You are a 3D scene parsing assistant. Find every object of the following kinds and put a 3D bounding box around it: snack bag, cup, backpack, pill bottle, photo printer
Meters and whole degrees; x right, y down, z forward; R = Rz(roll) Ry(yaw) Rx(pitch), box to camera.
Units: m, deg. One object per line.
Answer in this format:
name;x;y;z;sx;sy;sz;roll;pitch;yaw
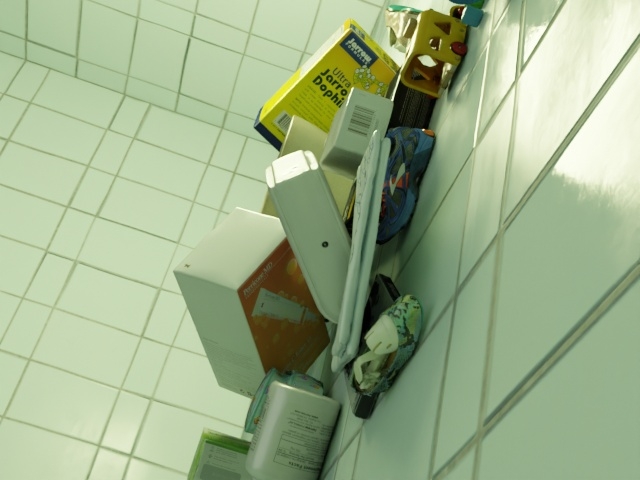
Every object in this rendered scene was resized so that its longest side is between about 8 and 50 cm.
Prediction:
snack bag;0.054;0.033;1.438;0.342;0.037;0.323;100;179;-78
cup;-0.009;-0.108;2.237;0.331;0.237;0.331;-162;90;-84
backpack;-0.064;0.333;1.790;0.188;0.144;0.166;180;114;-81
pill bottle;-0.059;0.372;1.621;0.131;0.131;0.229;144;144;-82
photo printer;0.000;0.000;1.717;0.256;0.107;0.307;-109;-3;-75

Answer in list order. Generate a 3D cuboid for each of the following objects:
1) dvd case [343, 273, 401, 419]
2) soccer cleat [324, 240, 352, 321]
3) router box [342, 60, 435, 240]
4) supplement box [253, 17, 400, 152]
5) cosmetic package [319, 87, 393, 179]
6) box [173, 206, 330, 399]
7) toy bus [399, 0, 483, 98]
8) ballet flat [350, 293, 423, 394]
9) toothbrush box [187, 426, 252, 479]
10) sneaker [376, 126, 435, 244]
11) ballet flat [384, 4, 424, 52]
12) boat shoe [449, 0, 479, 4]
dvd case;0.082;0.159;1.460;0.238;0.030;0.179;-107;36;-81
soccer cleat;0.041;0.088;2.001;0.121;0.093;0.289;-40;-14;-24
router box;0.131;-0.164;1.814;0.243;0.081;0.308;128;160;-75
supplement box;0.021;-0.374;2.420;0.356;0.195;0.194;-43;14;17
cosmetic package;0.062;-0.194;1.737;0.231;0.085;0.117;142;147;-82
box;-0.132;0.141;1.926;0.215;0.168;0.345;-49;-41;-35
toy bus;0.200;-0.355;1.643;0.202;0.104;0.191;-109;39;-81
ballet flat;0.084;0.148;1.249;0.070;0.070;0.188;-77;3;-49
toothbrush box;-0.158;0.475;1.892;0.283;0.206;0.122;132;156;-79
sneaker;0.125;-0.097;1.603;0.083;0.087;0.221;124;164;-75
ballet flat;0.201;-0.503;2.215;0.316;0.108;0.106;-84;7;-74
boat shoe;0.269;-0.443;1.387;0.258;0.109;0.089;-29;33;58
